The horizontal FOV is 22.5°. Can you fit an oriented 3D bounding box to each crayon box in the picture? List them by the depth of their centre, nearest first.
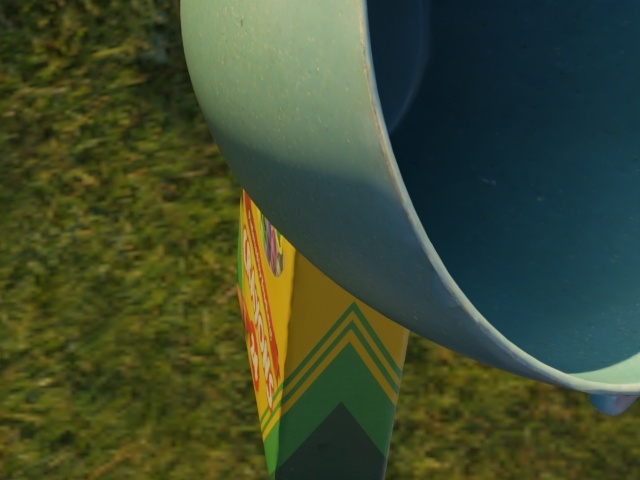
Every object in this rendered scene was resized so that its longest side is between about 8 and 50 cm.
[{"bbox_3d":[0.000,0.000,1.037,0.318,0.081,0.202,96,-13,-45],"label":"crayon box"}]

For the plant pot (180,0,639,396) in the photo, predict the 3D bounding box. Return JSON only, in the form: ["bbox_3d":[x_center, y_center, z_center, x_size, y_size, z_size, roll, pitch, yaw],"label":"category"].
[{"bbox_3d":[0.056,-0.094,0.645,0.290,0.195,0.290,-4,96,-42],"label":"plant pot"}]

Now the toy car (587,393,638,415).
[{"bbox_3d":[0.210,0.037,0.891,0.159,0.182,0.136,18,53,-64],"label":"toy car"}]
